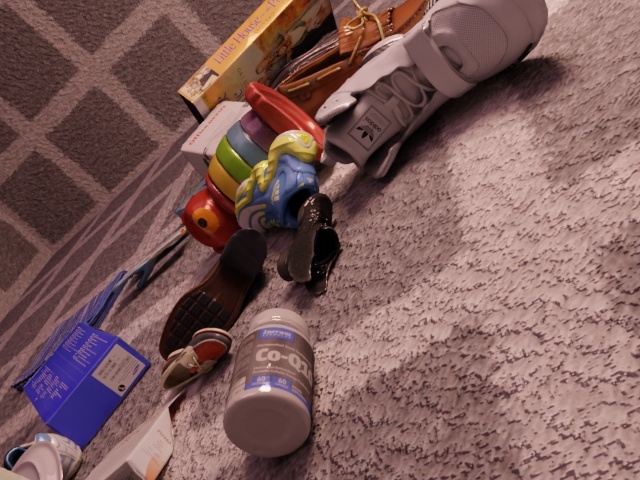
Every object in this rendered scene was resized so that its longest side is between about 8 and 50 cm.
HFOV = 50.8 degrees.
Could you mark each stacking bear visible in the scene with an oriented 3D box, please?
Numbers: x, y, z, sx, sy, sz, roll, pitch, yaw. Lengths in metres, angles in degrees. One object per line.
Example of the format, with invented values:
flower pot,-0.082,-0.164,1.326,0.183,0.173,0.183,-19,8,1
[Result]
stacking bear,-0.130,-0.107,1.175,0.289,0.175,0.164,-49,4,16

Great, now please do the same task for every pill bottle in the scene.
pill bottle,-0.045,0.129,0.642,0.078,0.078,0.137,-38,22,20

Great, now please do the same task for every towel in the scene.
towel,-0.618,0.219,1.668,0.336,0.040,0.243,-35,22,28

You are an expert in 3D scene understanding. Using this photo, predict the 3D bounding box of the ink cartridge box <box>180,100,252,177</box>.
ink cartridge box,-0.160,-0.202,1.400,0.219,0.093,0.160,15,60,44

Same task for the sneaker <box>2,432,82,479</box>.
sneaker,-0.449,0.350,1.007,0.237,0.086,0.085,-37,23,27

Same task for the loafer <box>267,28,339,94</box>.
loafer,-0.020,-0.379,1.557,0.302,0.109,0.095,-45,25,-4

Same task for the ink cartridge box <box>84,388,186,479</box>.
ink cartridge box,-0.231,0.271,0.822,0.145,0.045,0.179,-40,2,16

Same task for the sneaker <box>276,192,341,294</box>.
sneaker,-0.002,-0.002,0.861,0.089,0.051,0.170,-21,36,49

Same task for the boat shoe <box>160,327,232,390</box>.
boat shoe,-0.162,0.155,0.872,0.137,0.049,0.043,-33,26,37

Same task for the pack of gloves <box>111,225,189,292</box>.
pack of gloves,-0.365,0.039,1.540,0.232,0.046,0.195,-38,10,13

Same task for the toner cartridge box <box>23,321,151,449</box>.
toner cartridge box,-0.417,0.238,1.176,0.165,0.075,0.347,-52,21,-20

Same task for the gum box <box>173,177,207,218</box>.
gum box,-0.261,-0.124,1.622,0.184,0.041,0.157,-11,39,56

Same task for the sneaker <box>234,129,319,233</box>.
sneaker,-0.068,-0.052,1.025,0.240,0.091,0.126,122,144,-50

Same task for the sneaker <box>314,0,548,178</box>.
sneaker,0.123,-0.196,0.873,0.210,0.137,0.366,-53,16,-19

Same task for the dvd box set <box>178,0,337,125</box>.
dvd box set,-0.123,-0.402,1.594,0.420,0.062,0.308,-49,-23,-10

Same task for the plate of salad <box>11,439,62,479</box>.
plate of salad,-0.377,0.362,0.869,0.199,0.048,0.200,-28,48,36

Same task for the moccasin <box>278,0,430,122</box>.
moccasin,0.075,-0.371,1.280,0.380,0.147,0.139,-30,25,37

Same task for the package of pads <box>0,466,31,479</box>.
package of pads,-0.406,0.422,0.696,0.229,0.101,0.296,-41,30,14

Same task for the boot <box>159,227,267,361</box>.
boot,-0.149,0.085,0.982,0.219,0.082,0.106,-52,-1,-7
